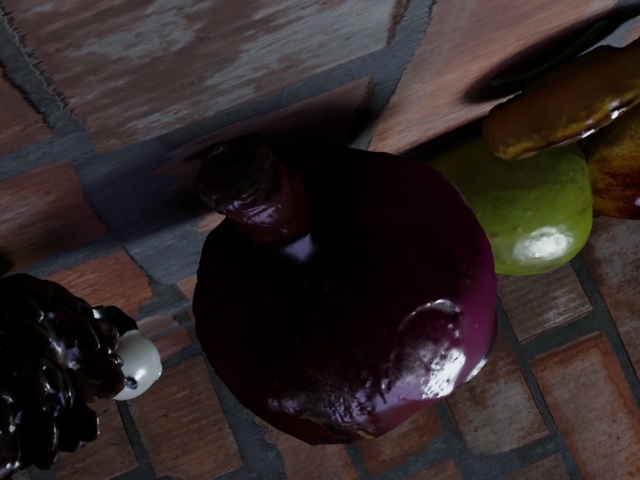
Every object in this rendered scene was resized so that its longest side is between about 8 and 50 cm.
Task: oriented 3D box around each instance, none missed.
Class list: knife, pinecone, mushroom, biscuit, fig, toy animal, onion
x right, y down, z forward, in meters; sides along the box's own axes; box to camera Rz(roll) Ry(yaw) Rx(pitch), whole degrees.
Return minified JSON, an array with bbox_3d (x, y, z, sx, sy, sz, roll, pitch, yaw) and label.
[{"bbox_3d":[0.303,-0.238,1.321,0.166,0.022,0.078,-28,177,36],"label":"knife"},{"bbox_3d":[-0.381,0.161,1.183,0.298,0.242,0.296,-23,176,35],"label":"pinecone"},{"bbox_3d":[0.552,-0.205,1.770,0.345,0.259,0.345,-43,161,-19],"label":"mushroom"},{"bbox_3d":[0.329,-0.190,1.359,0.274,0.091,0.213,-20,-170,43],"label":"biscuit"},{"bbox_3d":[0.286,-0.063,1.667,0.326,0.258,0.258,-9,170,-11],"label":"fig"},{"bbox_3d":[-0.377,0.204,1.813,0.138,0.179,0.166,-44,171,28],"label":"toy animal"},{"bbox_3d":[0.000,0.011,1.226,0.398,0.398,0.420,-24,128,6],"label":"onion"}]
